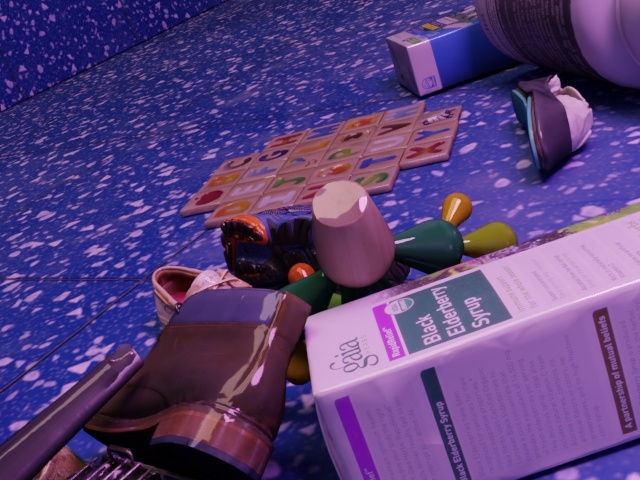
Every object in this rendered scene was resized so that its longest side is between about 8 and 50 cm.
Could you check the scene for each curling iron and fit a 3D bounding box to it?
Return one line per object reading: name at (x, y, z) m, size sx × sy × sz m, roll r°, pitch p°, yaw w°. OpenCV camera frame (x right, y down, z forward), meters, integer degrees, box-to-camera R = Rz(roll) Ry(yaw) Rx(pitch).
curling iron at (-0.215, 0.148, 0.485) m, size 0.274 × 0.035 × 0.068 m, roll -38°, pitch 63°, yaw -10°

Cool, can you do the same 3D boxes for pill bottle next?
pill bottle at (0.334, -0.280, 0.966) m, size 0.204 × 0.204 × 0.361 m, roll -23°, pitch 22°, yaw -7°

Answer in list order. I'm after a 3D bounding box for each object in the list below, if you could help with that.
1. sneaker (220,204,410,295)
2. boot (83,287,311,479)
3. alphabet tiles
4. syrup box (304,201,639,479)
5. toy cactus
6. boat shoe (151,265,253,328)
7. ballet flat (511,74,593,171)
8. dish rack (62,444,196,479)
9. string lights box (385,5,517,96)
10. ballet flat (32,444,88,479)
sneaker at (0.000, 0.000, 0.765) m, size 0.087 × 0.083 × 0.221 m, roll -25°, pitch 25°, yaw -34°
boot at (-0.082, 0.092, 0.550) m, size 0.219 × 0.082 × 0.106 m, roll -11°, pitch 47°, yaw 53°
alphabet tiles at (0.003, -0.101, 1.081) m, size 0.343 × 0.011 × 0.285 m, roll -11°, pitch 24°, yaw 21°
syrup box at (0.115, 0.065, 0.493) m, size 0.237 × 0.096 × 0.093 m, roll -18°, pitch 20°, yaw 2°
toy cactus at (0.030, 0.017, 0.572) m, size 0.219 × 0.180 × 0.112 m, roll -15°, pitch 56°, yaw 3°
boat shoe at (-0.093, 0.053, 0.738) m, size 0.170 × 0.059 × 0.063 m, roll 4°, pitch 32°, yaw 45°
ballet flat at (0.237, -0.127, 0.875) m, size 0.074 × 0.074 × 0.203 m, roll -15°, pitch 20°, yaw 13°
dish rack at (-0.098, 0.196, 0.405) m, size 0.272 × 0.074 × 0.208 m, roll 0°, pitch 28°, yaw 44°
string lights box at (0.239, -0.293, 1.244) m, size 0.260 × 0.076 × 0.133 m, roll -20°, pitch 21°, yaw -2°
ballet flat at (-0.240, 0.189, 0.535) m, size 0.206 × 0.067 × 0.073 m, roll -32°, pitch 25°, yaw -28°
